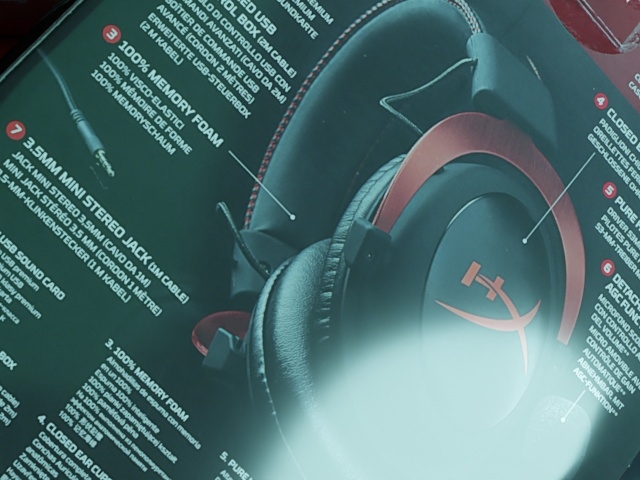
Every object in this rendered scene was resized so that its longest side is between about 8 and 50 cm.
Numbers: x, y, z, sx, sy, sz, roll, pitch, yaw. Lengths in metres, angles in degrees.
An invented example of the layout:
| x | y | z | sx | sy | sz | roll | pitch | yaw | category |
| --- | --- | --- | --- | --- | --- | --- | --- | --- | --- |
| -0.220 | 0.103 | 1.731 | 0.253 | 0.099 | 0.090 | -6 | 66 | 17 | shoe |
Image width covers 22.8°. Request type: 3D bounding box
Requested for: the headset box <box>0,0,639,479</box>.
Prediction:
| x | y | z | sx | sy | sz | roll | pitch | yaw | category |
| --- | --- | --- | --- | --- | --- | --- | --- | --- | --- |
| 0.000 | 0.000 | 0.495 | 0.218 | 0.110 | 0.293 | 46 | 69 | -15 | headset box |

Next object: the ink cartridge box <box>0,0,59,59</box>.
| x | y | z | sx | sy | sz | roll | pitch | yaw | category |
| --- | --- | --- | --- | --- | --- | --- | --- | --- | --- |
| -0.143 | -0.146 | 0.554 | 0.134 | 0.078 | 0.231 | -5 | 72 | -30 | ink cartridge box |
